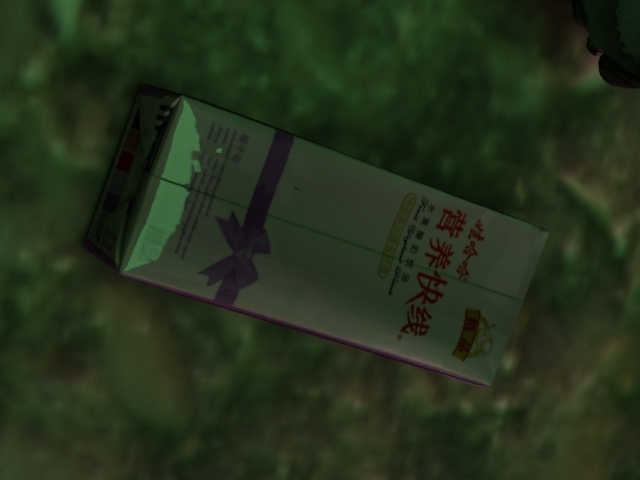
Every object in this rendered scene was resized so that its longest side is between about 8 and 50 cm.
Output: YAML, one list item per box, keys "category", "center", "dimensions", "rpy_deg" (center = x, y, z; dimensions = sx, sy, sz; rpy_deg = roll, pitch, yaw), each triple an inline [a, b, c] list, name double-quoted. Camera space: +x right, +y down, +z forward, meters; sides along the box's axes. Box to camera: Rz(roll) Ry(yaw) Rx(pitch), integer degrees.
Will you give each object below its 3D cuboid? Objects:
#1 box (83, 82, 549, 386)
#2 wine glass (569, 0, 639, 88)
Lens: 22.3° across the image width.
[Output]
- category: "box"
  center: [0.000, 0.000, 0.432]
  dimensions: [0.117, 0.036, 0.051]
  rpy_deg: [20, 94, -28]
- category: "wine glass"
  center: [0.171, -0.060, 0.453]
  dimensions: [0.183, 0.122, 0.122]
  rpy_deg: [23, 92, -30]
